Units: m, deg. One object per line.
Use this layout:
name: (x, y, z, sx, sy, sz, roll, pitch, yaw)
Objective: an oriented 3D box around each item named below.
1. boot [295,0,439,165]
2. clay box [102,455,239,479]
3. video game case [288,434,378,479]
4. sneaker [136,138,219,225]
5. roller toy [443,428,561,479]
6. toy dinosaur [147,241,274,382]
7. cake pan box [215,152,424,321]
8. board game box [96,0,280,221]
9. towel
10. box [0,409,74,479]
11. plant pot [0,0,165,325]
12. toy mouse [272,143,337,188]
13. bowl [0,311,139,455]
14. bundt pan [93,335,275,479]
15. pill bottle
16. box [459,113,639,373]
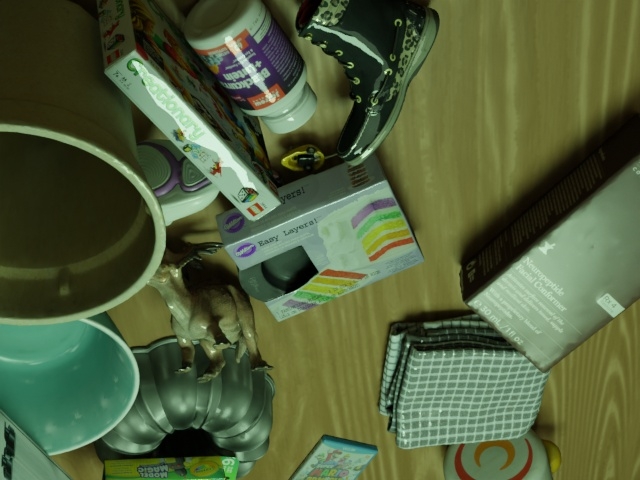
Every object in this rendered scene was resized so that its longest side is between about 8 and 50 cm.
boot: (0.033, -0.233, 1.590, 0.178, 0.085, 0.236, 22, 103, -28)
clay box: (-0.246, 0.413, 1.958, 0.222, 0.053, 0.127, 1, 131, -15)
video game case: (0.016, 0.431, 2.238, 0.119, 0.015, 0.166, 17, 124, -27)
sneaker: (-0.254, -0.051, 1.652, 0.305, 0.114, 0.152, -9, 145, 28)
roller toy: (0.332, 0.438, 2.213, 0.191, 0.209, 0.146, 6, 140, 27)
toy dinosaur: (-0.163, 0.099, 1.820, 0.127, 0.200, 0.295, -18, 156, 21)
cake pan box: (0.000, 0.000, 1.785, 0.266, 0.070, 0.246, -22, 143, 5)
board game box: (-0.167, -0.181, 1.524, 0.053, 0.193, 0.305, -32, 132, 13)
towel: (0.251, 0.241, 2.062, 0.283, 0.121, 0.235, -3, 131, -12)
box: (-0.453, 0.368, 1.734, 0.087, 0.169, 0.290, -22, 134, 9)
plant pot: (-0.349, -0.120, 1.434, 0.333, 0.305, 0.334, -3, 139, -2)
toy mouse: (-0.038, -0.084, 1.754, 0.161, 0.031, 0.143, -5, 136, -8)
bowl: (-0.433, 0.162, 1.777, 0.311, 0.163, 0.312, -8, 133, -9)
bundt pan: (-0.226, 0.314, 1.997, 0.330, 0.124, 0.331, -8, 132, -9)
pill bottle: (-0.084, -0.231, 1.559, 0.108, 0.108, 0.193, -29, 132, 11)
box: (0.418, 0.011, 1.855, 0.191, 0.143, 0.381, 41, 111, -14)
